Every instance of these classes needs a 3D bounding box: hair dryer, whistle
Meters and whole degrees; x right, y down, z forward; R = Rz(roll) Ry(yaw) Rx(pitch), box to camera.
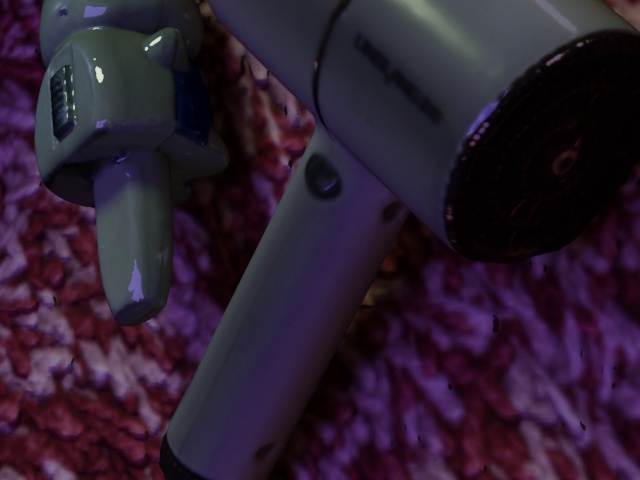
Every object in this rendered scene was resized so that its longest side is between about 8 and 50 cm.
[{"bbox_3d":[0.000,0.000,0.913,0.203,0.128,0.362,46,122,33],"label":"hair dryer"},{"bbox_3d":[-0.102,-0.070,1.003,0.110,0.092,0.244,-36,53,42],"label":"whistle"}]
